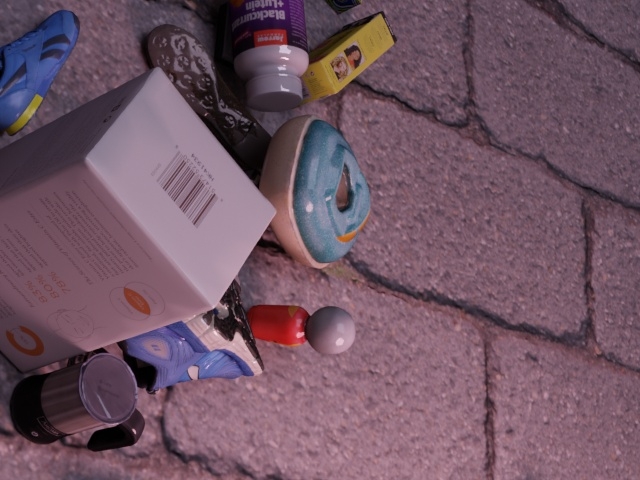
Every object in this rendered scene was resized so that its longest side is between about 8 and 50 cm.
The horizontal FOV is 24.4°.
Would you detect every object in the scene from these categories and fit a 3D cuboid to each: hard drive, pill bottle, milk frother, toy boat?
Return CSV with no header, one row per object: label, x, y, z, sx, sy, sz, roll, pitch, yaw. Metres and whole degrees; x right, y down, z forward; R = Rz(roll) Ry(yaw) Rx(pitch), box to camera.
hard drive,-0.096,-0.280,2.175,0.135,0.022,0.094,25,58,-40
pill bottle,-0.073,-0.286,2.101,0.108,0.108,0.193,11,67,-45
milk frother,-0.266,0.166,1.733,0.129,0.135,0.143,31,54,-37
toy boat,0.000,0.000,2.044,0.267,0.148,0.318,51,48,-65

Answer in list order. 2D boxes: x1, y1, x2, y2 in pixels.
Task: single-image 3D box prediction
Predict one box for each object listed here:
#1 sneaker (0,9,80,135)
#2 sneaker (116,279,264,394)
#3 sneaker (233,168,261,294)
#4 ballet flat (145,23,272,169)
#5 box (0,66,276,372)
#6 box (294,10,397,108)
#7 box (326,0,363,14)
sneaker,-0.364,-0.226,1.829,0.082,0.069,0.209,41,49,-24
sneaker,-0.169,0.115,1.830,0.330,0.147,0.129,47,22,-71
sneaker,-0.132,0.008,1.996,0.228,0.086,0.132,-51,127,-45
ballet flat,-0.154,-0.197,2.062,0.084,0.058,0.250,-46,108,-8
box,-0.259,-0.013,1.648,0.215,0.345,0.168,51,44,-21
box,0.028,-0.275,2.241,0.232,0.087,0.058,-46,114,-51
box,0.004,-0.439,2.321,0.169,0.054,0.059,46,46,-24
